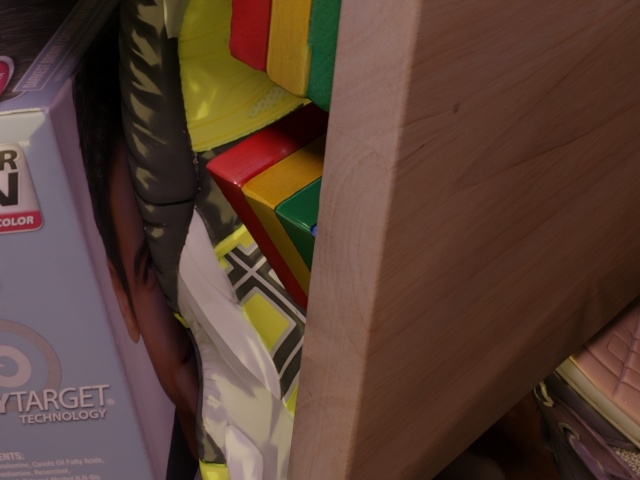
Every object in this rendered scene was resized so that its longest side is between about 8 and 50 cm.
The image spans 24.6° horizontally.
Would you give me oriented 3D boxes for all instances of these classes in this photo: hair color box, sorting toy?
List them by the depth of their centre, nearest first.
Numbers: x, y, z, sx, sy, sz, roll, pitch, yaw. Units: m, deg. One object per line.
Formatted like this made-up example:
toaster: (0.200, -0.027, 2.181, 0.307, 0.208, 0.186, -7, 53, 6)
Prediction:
sorting toy: (0.066, -0.064, 0.501, 0.089, 0.257, 0.255, 32, 136, 27)
hair color box: (-0.121, 0.063, 0.784, 0.114, 0.185, 0.374, -5, 120, 12)

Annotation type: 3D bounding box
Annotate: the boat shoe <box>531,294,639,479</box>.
boat shoe: (0.142, 0.078, 0.658, 0.285, 0.103, 0.092, 42, 133, -1)

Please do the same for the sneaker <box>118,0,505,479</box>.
sneaker: (0.000, 0.000, 0.723, 0.147, 0.145, 0.384, -8, 115, 9)
